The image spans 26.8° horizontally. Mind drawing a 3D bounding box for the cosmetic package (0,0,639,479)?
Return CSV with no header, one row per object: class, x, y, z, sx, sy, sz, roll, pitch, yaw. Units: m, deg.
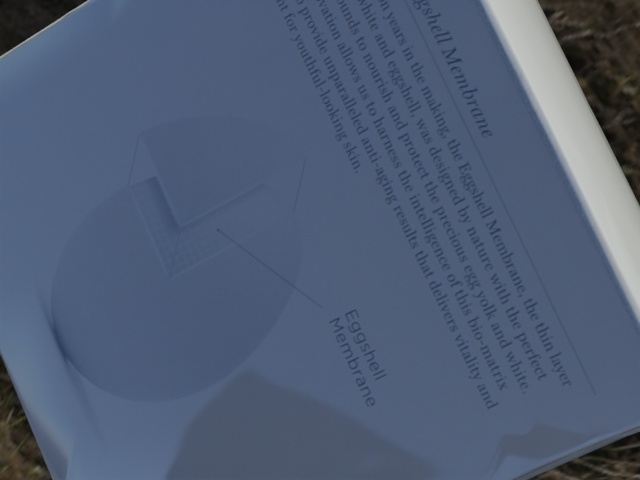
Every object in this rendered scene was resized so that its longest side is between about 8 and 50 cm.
cosmetic package,0.000,0.000,0.524,0.224,0.138,0.224,-27,81,21
